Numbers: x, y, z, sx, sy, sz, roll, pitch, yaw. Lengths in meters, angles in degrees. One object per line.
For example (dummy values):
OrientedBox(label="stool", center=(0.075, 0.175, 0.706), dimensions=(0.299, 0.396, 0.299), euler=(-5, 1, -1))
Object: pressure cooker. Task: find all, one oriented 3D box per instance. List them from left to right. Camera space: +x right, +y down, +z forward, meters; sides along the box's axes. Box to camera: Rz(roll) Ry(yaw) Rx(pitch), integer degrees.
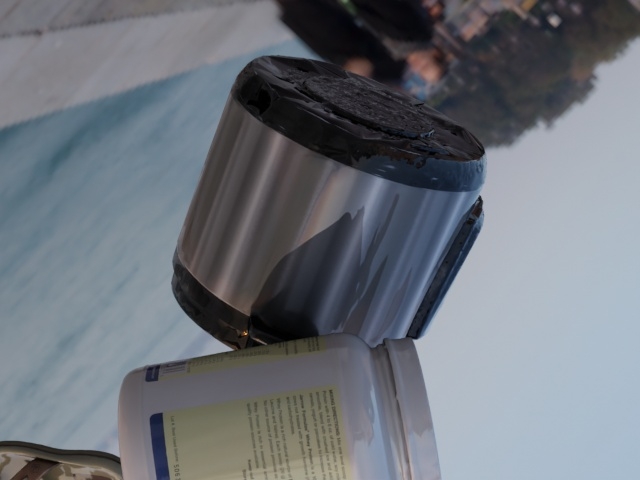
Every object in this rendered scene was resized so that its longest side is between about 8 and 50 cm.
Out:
OrientedBox(label="pressure cooker", center=(-0.005, -0.003, 1.689), dimensions=(0.370, 0.375, 0.420), euler=(2, 117, -46))

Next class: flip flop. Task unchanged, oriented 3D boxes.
OrientedBox(label="flip flop", center=(-0.403, 0.356, 1.789), dimensions=(0.080, 0.277, 0.112), euler=(-75, 162, -45))

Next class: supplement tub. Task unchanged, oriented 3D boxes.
OrientedBox(label="supplement tub", center=(-0.042, 0.230, 1.359), dimensions=(0.325, 0.235, 0.235), euler=(-9, 180, -1))
